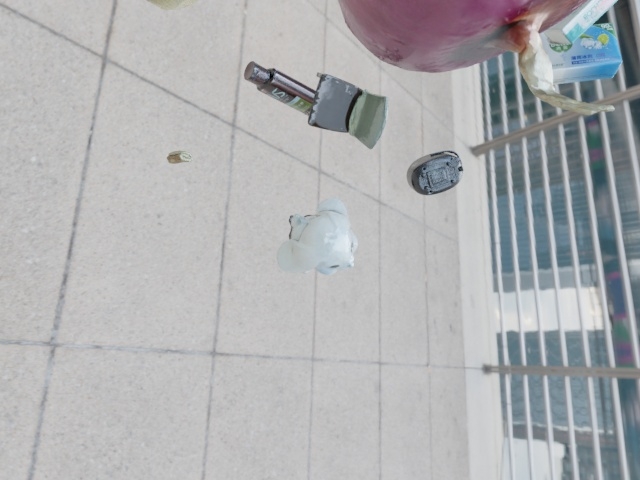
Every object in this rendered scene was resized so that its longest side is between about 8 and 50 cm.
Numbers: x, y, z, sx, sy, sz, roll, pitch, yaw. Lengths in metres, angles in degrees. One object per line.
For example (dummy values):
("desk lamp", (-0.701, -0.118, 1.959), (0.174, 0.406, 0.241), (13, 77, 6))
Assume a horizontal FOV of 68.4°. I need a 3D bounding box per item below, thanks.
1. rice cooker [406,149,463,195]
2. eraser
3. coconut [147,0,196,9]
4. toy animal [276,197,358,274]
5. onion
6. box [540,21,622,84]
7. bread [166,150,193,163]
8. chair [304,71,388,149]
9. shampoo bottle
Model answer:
("rice cooker", (0.335, -0.196, 1.374), (0.106, 0.165, 0.112), (-85, 154, -69))
("eraser", (0.656, -0.576, 1.135), (0.052, 0.225, 0.095), (41, 15, -19))
("coconut", (-0.476, -0.908, 1.452), (0.360, 0.346, 0.346), (-49, 119, -41))
("toy animal", (0.003, -0.012, 1.368), (0.174, 0.289, 0.249), (40, 60, -20))
("onion", (0.185, -0.328, 0.569), (0.358, 0.358, 0.345), (-9, 107, -51))
("box", (0.707, -0.516, 1.307), (0.073, 0.194, 0.139), (59, 30, -67))
("bread", (-0.412, -0.243, 1.376), (0.047, 0.083, 0.036), (-6, 98, -46))
("chair", (0.067, -0.395, 1.412), (0.186, 0.319, 0.160), (15, 111, -15))
("shampoo bottle", (-0.142, -0.587, 1.820), (0.323, 0.129, 0.084), (16, 71, -41))
